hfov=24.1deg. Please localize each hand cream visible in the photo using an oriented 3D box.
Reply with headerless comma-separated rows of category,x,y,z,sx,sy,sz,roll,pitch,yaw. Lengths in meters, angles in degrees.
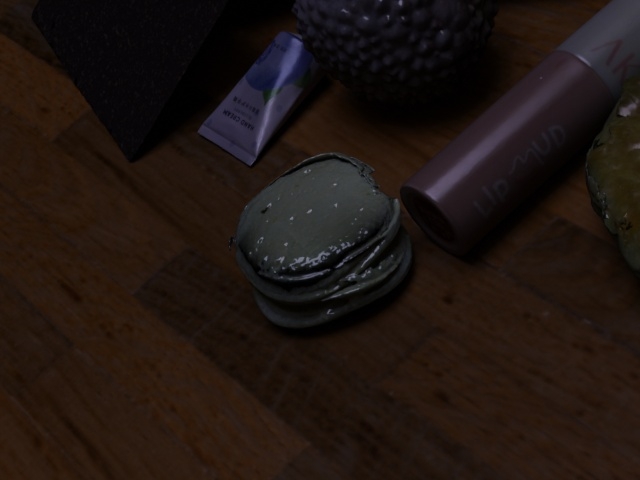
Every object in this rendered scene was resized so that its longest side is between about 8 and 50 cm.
hand cream,-0.041,-0.134,1.309,0.142,0.053,0.084,-49,45,-7

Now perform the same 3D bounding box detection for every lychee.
lychee,0.056,-0.198,1.229,0.165,0.165,0.197,-34,62,-6

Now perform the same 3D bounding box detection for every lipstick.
lipstick,0.174,-0.095,1.129,0.254,0.070,0.070,-41,43,-14

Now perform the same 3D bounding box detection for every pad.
pad,-0.179,-0.240,1.437,0.220,0.004,0.330,-56,39,15

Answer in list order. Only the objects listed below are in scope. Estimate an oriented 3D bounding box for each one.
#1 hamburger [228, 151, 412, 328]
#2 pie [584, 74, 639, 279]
hamburger,0.000,0.000,1.135,0.133,0.062,0.140,-23,39,4
pie,0.319,-0.061,1.016,0.306,0.071,0.306,-18,40,16
